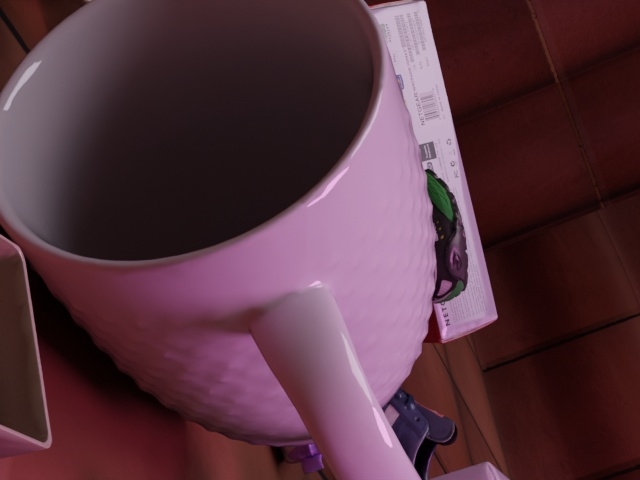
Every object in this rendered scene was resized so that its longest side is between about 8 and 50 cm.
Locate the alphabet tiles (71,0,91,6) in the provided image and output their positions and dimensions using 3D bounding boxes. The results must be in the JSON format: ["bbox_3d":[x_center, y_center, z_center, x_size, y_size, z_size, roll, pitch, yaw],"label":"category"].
[{"bbox_3d":[-0.245,-0.305,0.850,0.284,0.021,0.277,-1,67,-51],"label":"alphabet tiles"}]

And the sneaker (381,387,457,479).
[{"bbox_3d":[0.082,0.209,1.405,0.131,0.148,0.350,30,39,-73],"label":"sneaker"}]

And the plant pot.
[{"bbox_3d":[-0.197,0.048,0.512,0.109,0.096,0.109,48,22,-60],"label":"plant pot"}]

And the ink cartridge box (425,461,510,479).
[{"bbox_3d":[0.103,0.321,1.089,0.306,0.226,0.131,46,25,-65],"label":"ink cartridge box"}]

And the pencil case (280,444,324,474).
[{"bbox_3d":[-0.032,0.128,1.173,0.088,0.086,0.206,-50,118,-84],"label":"pencil case"}]

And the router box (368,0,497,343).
[{"bbox_3d":[0.028,-0.060,1.237,0.301,0.082,0.335,-6,-81,56],"label":"router box"}]

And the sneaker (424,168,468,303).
[{"bbox_3d":[0.000,0.000,1.093,0.146,0.344,0.134,-19,109,-39],"label":"sneaker"}]

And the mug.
[{"bbox_3d":[-0.031,0.035,0.820,0.374,0.276,0.328,59,-5,40],"label":"mug"}]
